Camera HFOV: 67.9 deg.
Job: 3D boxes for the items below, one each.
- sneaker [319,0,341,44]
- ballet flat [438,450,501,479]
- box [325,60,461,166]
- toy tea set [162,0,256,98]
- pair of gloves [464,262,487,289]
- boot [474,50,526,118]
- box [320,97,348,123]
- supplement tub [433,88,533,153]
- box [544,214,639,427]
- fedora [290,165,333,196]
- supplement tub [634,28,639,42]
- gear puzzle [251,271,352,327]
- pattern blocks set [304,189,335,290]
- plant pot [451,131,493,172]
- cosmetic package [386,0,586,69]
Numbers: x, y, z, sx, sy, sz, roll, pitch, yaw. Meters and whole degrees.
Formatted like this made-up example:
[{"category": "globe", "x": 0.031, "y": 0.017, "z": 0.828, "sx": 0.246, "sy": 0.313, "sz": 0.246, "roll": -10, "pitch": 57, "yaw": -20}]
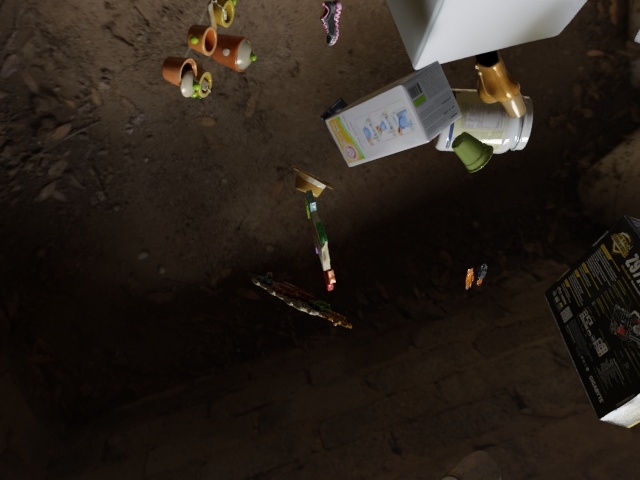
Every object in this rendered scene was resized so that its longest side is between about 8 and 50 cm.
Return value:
[{"category": "sneaker", "x": 0.022, "y": -0.606, "z": 1.322, "sx": 0.057, "sy": 0.047, "sz": 0.119, "roll": -12, "pitch": 127, "yaw": -25}, {"category": "ballet flat", "x": 0.228, "y": 0.532, "z": 0.890, "sx": 0.106, "sy": 0.107, "sz": 0.316, "roll": 14, "pitch": 106, "yaw": -34}, {"category": "box", "x": 0.124, "y": -0.218, "z": 0.846, "sx": 0.114, "sy": 0.203, "sz": 0.103, "roll": -39, "pitch": 108, "yaw": -32}, {"category": "toy tea set", "x": -0.273, "y": -0.480, "z": 1.254, "sx": 0.124, "sy": 0.336, "sz": 0.200, "roll": 19, "pitch": 153, "yaw": 11}, {"category": "pair of gloves", "x": 0.438, "y": 0.101, "z": 1.340, "sx": 0.083, "sy": 0.010, "sz": 0.074, "roll": -15, "pitch": 122, "yaw": -29}, {"category": "boot", "x": 0.502, "y": -0.498, "z": 1.397, "sx": 0.104, "sy": 0.295, "sz": 0.211, "roll": -32, "pitch": 123, "yaw": 17}, {"category": "box", "x": 0.051, "y": -0.369, "z": 1.406, "sx": 0.083, "sy": 0.018, "sz": 0.067, "roll": -41, "pitch": 88, "yaw": 3}, {"category": "supplement tub", "x": 0.610, "y": -0.454, "z": 1.815, "sx": 0.324, "sy": 0.235, "sz": 0.236, "roll": 4, "pitch": 111, "yaw": 5}, {"category": "box", "x": 0.590, "y": 0.150, "z": 0.918, "sx": 0.079, "sy": 0.322, "sz": 0.257, "roll": 18, "pitch": 129, "yaw": -13}, {"category": "fedora", "x": -0.045, "y": -0.222, "z": 1.852, "sx": 0.194, "sy": 0.194, "sz": 0.079, "roll": 26, "pitch": 97, "yaw": -18}, {"category": "supplement tub", "x": 0.627, "y": -0.343, "z": 0.740, "sx": 0.199, "sy": 0.144, "sz": 0.144, "roll": 30, "pitch": 107, "yaw": 22}, {"category": "gear puzzle", "x": -0.043, "y": 0.162, "z": 1.313, "sx": 0.175, "sy": 0.339, "sz": 0.044, "roll": 25, "pitch": 88, "yaw": -44}, {"category": "pattern blocks set", "x": 0.000, "y": 0.000, "z": 1.440, "sx": 0.026, "sy": 0.325, "sz": 0.286, "roll": -16, "pitch": 73, "yaw": -4}, {"category": "plant pot", "x": 0.369, "y": -0.226, "z": 1.177, "sx": 0.079, "sy": 0.083, "sz": 0.083, "roll": 36, "pitch": 101, "yaw": -18}, {"category": "cosmetic package", "x": 0.283, "y": -0.591, "z": 0.835, "sx": 0.329, "sy": 0.327, "sz": 0.394, "roll": -16, "pitch": 78, "yaw": -8}]
